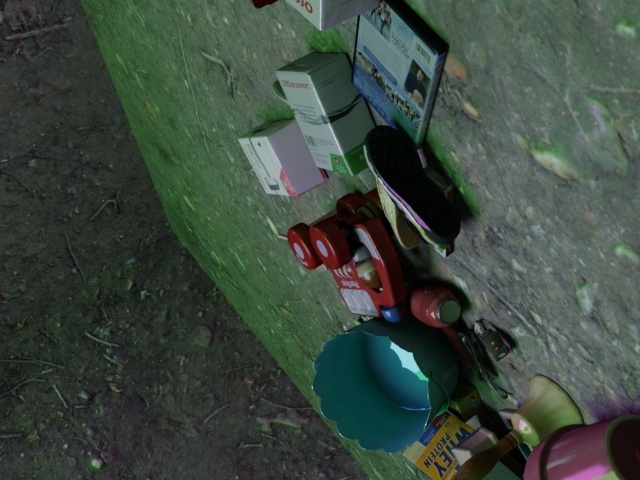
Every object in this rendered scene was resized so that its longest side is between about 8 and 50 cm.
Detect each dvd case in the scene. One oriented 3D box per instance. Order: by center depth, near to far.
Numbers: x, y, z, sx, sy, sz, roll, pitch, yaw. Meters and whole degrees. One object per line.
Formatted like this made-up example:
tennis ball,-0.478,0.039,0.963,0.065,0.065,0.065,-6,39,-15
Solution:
dvd case,0.115,-0.273,1.248,0.180,0.022,0.253,52,162,21

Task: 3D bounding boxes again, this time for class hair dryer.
hair dryer,0.251,0.184,1.566,0.293,0.080,0.224,48,162,34

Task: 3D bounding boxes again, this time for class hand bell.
hand bell,0.323,0.351,1.380,0.126,0.242,0.126,51,161,24

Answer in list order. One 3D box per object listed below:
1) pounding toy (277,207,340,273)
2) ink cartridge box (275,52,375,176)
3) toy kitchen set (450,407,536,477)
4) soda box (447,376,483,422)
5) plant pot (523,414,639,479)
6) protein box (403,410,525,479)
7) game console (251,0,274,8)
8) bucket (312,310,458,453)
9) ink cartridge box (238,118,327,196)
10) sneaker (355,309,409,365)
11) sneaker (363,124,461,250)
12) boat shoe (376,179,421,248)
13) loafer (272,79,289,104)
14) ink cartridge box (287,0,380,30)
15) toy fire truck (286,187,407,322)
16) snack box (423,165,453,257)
pounding toy,0.000,0.000,1.837,0.130,0.141,0.100,58,163,-1
ink cartridge box,0.018,-0.236,1.469,0.153,0.087,0.208,27,146,60
toy kitchen set,0.367,0.445,1.548,0.207,0.166,0.122,59,163,-3
soda box,0.279,0.331,1.779,0.181,0.058,0.061,30,149,58
plant pot,0.435,0.354,1.194,0.201,0.201,0.180,52,146,19
protein box,0.325,0.492,1.696,0.201,0.136,0.200,43,171,-27
game console,-0.135,-0.492,1.450,0.144,0.085,0.124,63,162,-15
bucket,0.144,0.286,1.666,0.281,0.183,0.281,11,109,32
ink cartridge box,-0.092,-0.191,1.847,0.159,0.092,0.218,63,164,-15
sneaker,0.122,0.257,1.849,0.158,0.182,0.410,29,139,53
sneaker,0.140,-0.079,1.330,0.235,0.084,0.097,57,162,1
boat shoe,0.144,-0.067,1.468,0.059,0.063,0.170,28,137,63
loafer,-0.055,-0.293,1.654,0.125,0.045,0.039,41,163,37
ink cartridge box,-0.010,-0.458,1.081,0.197,0.114,0.273,48,156,30
toy fire truck,0.084,0.046,1.617,0.254,0.169,0.302,62,160,-10
snack box,0.204,-0.048,1.391,0.064,0.022,0.178,43,157,36
